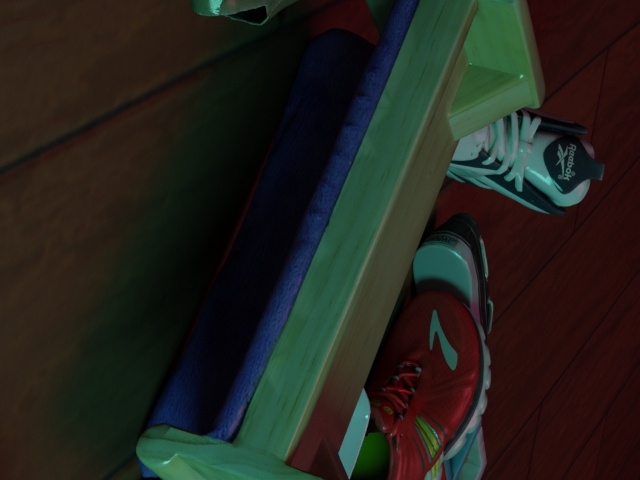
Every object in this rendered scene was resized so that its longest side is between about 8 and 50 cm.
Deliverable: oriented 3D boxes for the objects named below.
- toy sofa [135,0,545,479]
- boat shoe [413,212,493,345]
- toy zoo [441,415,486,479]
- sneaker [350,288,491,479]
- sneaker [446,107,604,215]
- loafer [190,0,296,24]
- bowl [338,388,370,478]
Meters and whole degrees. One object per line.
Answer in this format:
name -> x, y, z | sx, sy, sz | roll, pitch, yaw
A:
toy sofa -> 0.000, 0.000, 1.079 | 0.150, 0.177, 0.362 | 59, 50, -64
boat shoe -> 0.133, 0.076, 1.639 | 0.070, 0.078, 0.219 | -50, 148, -46
toy zoo -> 0.126, 0.267, 1.838 | 0.293, 0.030, 0.192 | 77, 35, -53
sneaker -> 0.068, 0.159, 1.502 | 0.279, 0.107, 0.118 | -68, 150, -22
sneaker -> 0.171, -0.086, 1.504 | 0.235, 0.153, 0.094 | 45, 61, -68
loafer -> -0.041, -0.157, 1.033 | 0.148, 0.056, 0.050 | -5, 112, -60
bowl -> -0.016, 0.165, 1.345 | 0.142, 0.053, 0.142 | 61, 49, -63
